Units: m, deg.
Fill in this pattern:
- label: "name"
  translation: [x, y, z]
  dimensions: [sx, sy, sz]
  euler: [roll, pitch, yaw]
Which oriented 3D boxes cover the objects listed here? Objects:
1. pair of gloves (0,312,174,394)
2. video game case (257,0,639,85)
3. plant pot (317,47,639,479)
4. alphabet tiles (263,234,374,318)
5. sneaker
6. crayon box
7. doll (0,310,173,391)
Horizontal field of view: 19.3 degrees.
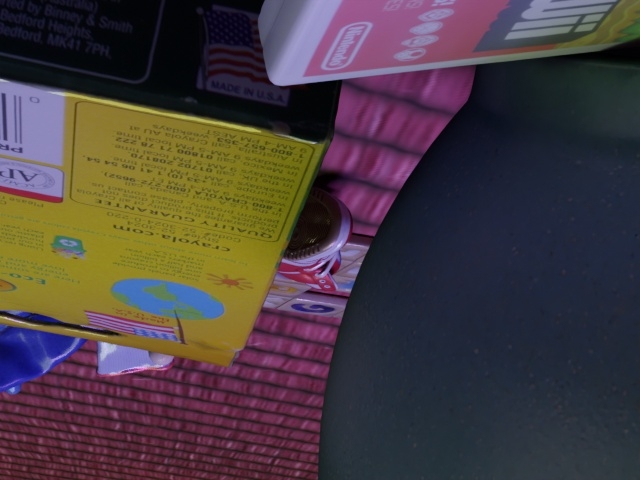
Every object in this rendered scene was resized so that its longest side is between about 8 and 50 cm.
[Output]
- label: "pair of gloves"
  translation: [-0.151, 0.035, 1.067]
  dimensions: [0.198, 0.023, 0.159]
  euler: [-5, 140, -8]
- label: "video game case"
  translation: [0.139, -0.097, 0.486]
  dimensions: [0.285, 0.025, 0.204]
  euler: [-8, 167, -14]
- label: "plant pot"
  translation: [0.140, 0.022, 0.650]
  dimensions: [0.293, 0.196, 0.293]
  euler: [0, -167, 0]
- label: "alphabet tiles"
  translation: [0.064, 0.028, 1.172]
  dimensions: [0.198, 0.009, 0.237]
  euler: [9, 165, -17]
- label: "sneaker"
  translation: [0.000, 0.000, 1.016]
  dimensions: [0.067, 0.042, 0.118]
  euler: [18, 169, -30]
- label: "crayon box"
  translation: [-0.110, -0.037, 0.760]
  dimensions: [0.202, 0.081, 0.318]
  euler: [12, 160, -6]
- label: "doll"
  translation: [-0.116, 0.024, 1.008]
  dimensions: [0.189, 0.046, 0.129]
  euler: [-29, 121, 6]
